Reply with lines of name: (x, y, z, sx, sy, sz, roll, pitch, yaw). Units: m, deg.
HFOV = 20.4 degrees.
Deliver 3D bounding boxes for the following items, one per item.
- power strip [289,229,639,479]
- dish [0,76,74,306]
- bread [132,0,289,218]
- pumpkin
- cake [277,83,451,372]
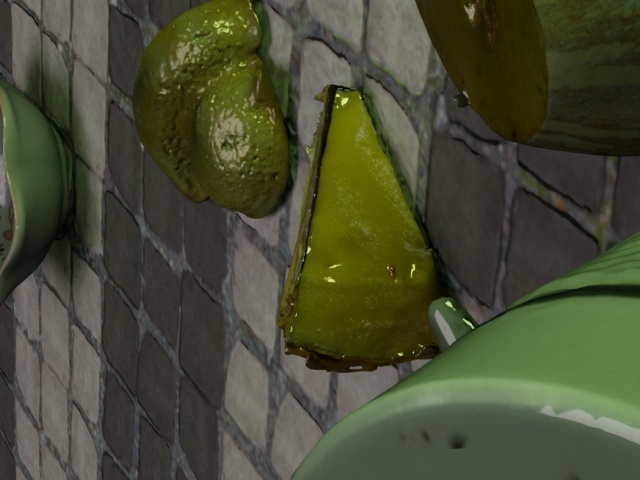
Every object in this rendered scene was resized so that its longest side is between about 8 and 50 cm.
power strip: (0.138, 0.160, 0.585, 0.357, 0.161, 0.358, 27, 130, 37)
dish: (-0.273, -0.052, 1.588, 0.229, 0.081, 0.229, 18, 111, 62)
bread: (-0.080, -0.073, 1.204, 0.149, 0.065, 0.188, 67, 149, 18)
pumpkin: (0.096, -0.133, 0.778, 0.217, 0.110, 0.217, 38, 136, 50)
cake: (-0.001, 0.002, 1.011, 0.185, 0.116, 0.080, 66, 152, 20)
